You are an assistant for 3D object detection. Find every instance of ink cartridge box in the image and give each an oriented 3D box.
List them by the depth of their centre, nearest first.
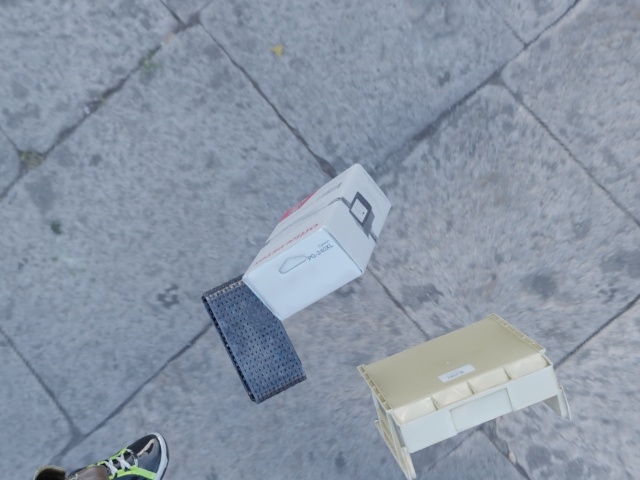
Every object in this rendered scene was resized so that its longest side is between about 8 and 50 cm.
[{"bbox_3d":[0.000,0.000,0.875,0.109,0.150,0.063,-32,106,29],"label":"ink cartridge box"}]

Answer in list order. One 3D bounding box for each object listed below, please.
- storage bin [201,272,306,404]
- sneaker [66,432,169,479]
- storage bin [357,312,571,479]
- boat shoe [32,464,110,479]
[{"bbox_3d":[-0.101,0.144,1.296,0.084,0.122,0.180,-27,88,-12],"label":"storage bin"},{"bbox_3d":[-0.340,0.384,1.357,0.235,0.097,0.084,-42,48,-14],"label":"sneaker"},{"bbox_3d":[0.220,0.244,1.382,0.262,0.260,0.123,-20,102,-5],"label":"storage bin"},{"bbox_3d":[-0.365,0.356,1.192,0.257,0.095,0.095,-20,73,34],"label":"boat shoe"}]
